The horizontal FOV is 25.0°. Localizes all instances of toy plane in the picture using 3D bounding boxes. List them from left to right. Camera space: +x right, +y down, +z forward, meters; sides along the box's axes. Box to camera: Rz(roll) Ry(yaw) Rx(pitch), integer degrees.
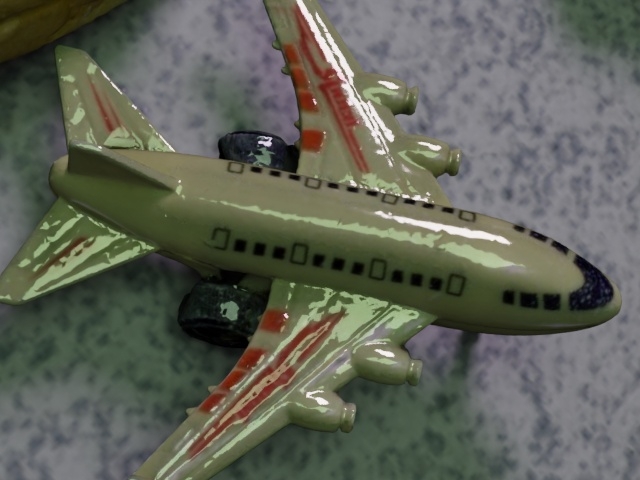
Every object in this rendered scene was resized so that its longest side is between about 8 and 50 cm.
[{"bbox_3d":[0.000,0.000,0.615,0.256,0.104,0.241,16,70,-13],"label":"toy plane"}]

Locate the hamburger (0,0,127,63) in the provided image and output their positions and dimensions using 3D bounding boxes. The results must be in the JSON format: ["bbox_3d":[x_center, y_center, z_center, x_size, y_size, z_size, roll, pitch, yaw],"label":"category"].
[{"bbox_3d":[-0.153,-0.205,0.570,0.285,0.134,0.265,-35,104,-22],"label":"hamburger"}]
